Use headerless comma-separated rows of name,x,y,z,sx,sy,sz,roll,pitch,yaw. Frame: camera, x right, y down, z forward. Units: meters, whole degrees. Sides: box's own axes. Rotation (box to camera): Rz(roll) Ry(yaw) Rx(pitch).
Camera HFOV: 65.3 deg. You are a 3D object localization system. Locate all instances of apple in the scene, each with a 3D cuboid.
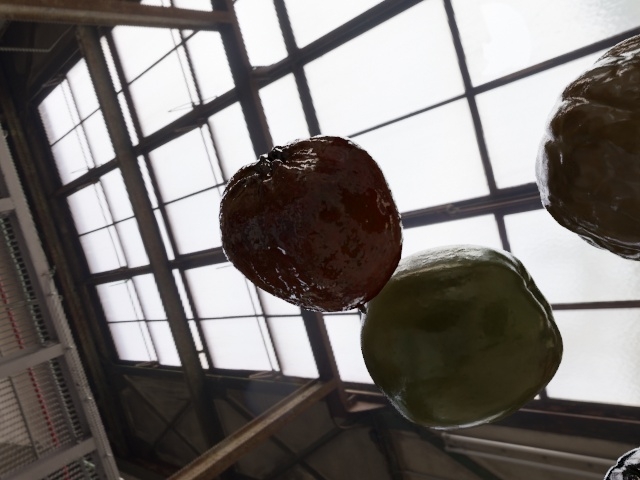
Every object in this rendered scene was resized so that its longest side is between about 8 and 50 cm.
apple,0.332,0.222,1.206,0.474,0.474,0.473,10,-105,-44

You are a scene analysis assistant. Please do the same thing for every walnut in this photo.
walnut,0.413,-0.104,0.597,0.296,0.285,0.285,-28,-76,-27

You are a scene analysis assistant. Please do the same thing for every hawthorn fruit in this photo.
hawthorn fruit,0.000,0.000,0.798,0.330,0.287,0.287,57,-131,-26

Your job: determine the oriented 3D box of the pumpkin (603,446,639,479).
pumpkin,0.379,0.290,0.483,0.140,0.202,0.202,46,-127,-31
